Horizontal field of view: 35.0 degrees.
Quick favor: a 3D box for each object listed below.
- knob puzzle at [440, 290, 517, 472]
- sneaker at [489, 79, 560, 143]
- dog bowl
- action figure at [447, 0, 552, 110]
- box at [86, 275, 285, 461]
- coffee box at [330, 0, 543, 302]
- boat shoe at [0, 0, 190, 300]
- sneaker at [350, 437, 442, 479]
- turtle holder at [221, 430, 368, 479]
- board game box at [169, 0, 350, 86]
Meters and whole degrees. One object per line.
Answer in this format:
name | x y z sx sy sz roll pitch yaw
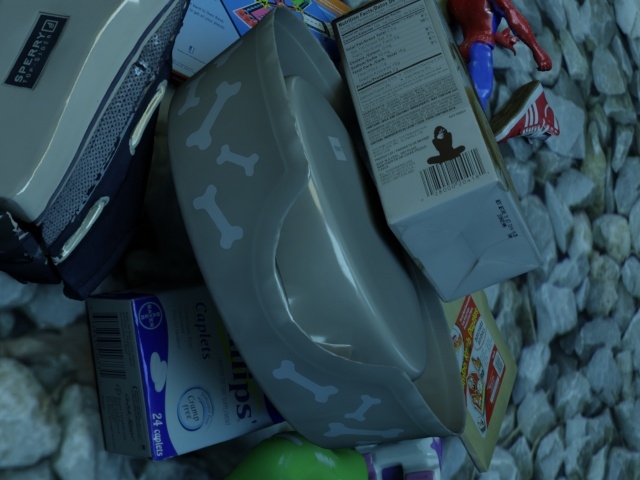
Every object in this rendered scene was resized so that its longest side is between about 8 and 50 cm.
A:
knob puzzle | 0.138 0.111 1.040 0.213 0.030 0.213 32 50 -49
sneaker | 0.233 -0.127 1.154 0.118 0.042 0.067 -47 114 -36
dog bowl | 0.000 0.000 0.785 0.349 0.102 0.349 -23 90 -78
action figure | 0.186 -0.170 1.084 0.139 0.091 0.280 19 75 -33
box | -0.104 0.096 0.812 0.137 0.072 0.126 -10 94 -43
coffee box | 0.100 -0.090 0.896 0.141 0.098 0.246 52 20 -49
boat shoe | -0.162 -0.120 0.740 0.158 0.127 0.340 75 36 -60
sneaker | 0.065 0.145 0.956 0.104 0.095 0.236 32 47 -66
turtle holder | -0.062 0.305 0.759 0.320 0.243 0.227 -104 167 -49
board game box | -0.092 -0.196 0.875 0.281 0.027 0.145 23 74 -39
